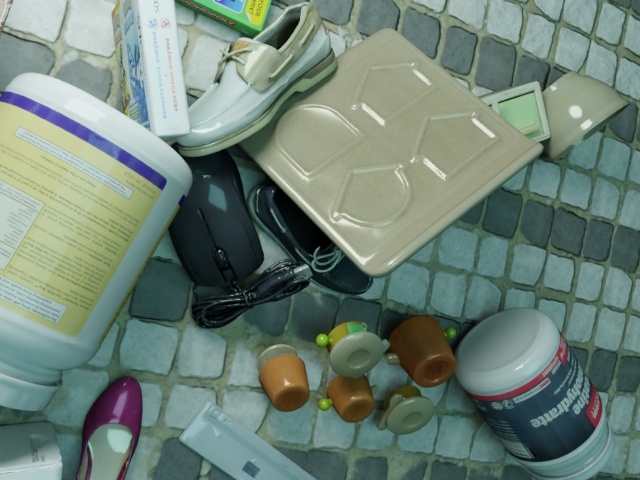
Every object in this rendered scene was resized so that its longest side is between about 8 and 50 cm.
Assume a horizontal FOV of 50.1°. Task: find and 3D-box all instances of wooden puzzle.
[{"bbox_3d":[0.086,-0.133,0.992,0.322,0.348,0.080,-36,152,-19],"label":"wooden puzzle"}]

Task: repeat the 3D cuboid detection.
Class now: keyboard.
[{"bbox_3d":[-0.102,0.347,1.065,0.256,0.014,0.072,43,80,-21],"label":"keyboard"}]

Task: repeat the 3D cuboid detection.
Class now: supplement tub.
[{"bbox_3d":[0.371,0.270,1.187,0.191,0.191,0.272,-42,110,-17],"label":"supplement tub"},{"bbox_3d":[-0.328,0.003,0.805,0.241,0.241,0.331,33,79,-24],"label":"supplement tub"}]

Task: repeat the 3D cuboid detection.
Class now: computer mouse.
[{"bbox_3d":[-0.142,-0.015,0.960,0.188,0.072,0.272,-23,100,4],"label":"computer mouse"}]

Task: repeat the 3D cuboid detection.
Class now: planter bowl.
[{"bbox_3d":[0.446,-0.231,1.222,0.162,0.162,0.109,-33,80,-20],"label":"planter bowl"}]

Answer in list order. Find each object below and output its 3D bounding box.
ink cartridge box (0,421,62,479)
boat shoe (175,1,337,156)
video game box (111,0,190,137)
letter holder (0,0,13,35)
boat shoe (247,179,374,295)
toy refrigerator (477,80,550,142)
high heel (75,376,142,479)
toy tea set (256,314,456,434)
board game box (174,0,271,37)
[{"bbox_3d":[-0.380,0.364,0.841,0.100,0.172,0.237,3,92,-26],"label":"ink cartridge box"},{"bbox_3d":[-0.098,-0.229,0.949,0.302,0.113,0.103,-46,134,-34],"label":"boat shoe"},{"bbox_3d":[-0.218,-0.218,0.862,0.048,0.205,0.187,-6,96,-24],"label":"video game box"},{"bbox_3d":[-0.520,-0.240,0.747,0.301,0.152,0.215,19,83,-26],"label":"letter holder"},{"bbox_3d":[0.000,0.000,1.052,0.254,0.079,0.095,47,70,-22],"label":"boat shoe"},{"bbox_3d":[0.254,-0.183,1.154,0.269,0.094,0.102,-21,102,-24],"label":"toy refrigerator"},{"bbox_3d":[-0.288,0.308,0.912,0.082,0.117,0.244,27,82,-25],"label":"high heel"},{"bbox_3d":[0.061,0.193,1.098,0.336,0.124,0.200,16,116,-29],"label":"toy tea set"},{"bbox_3d":[-0.139,-0.482,0.971,0.213,0.046,0.317,18,86,-25],"label":"board game box"}]
